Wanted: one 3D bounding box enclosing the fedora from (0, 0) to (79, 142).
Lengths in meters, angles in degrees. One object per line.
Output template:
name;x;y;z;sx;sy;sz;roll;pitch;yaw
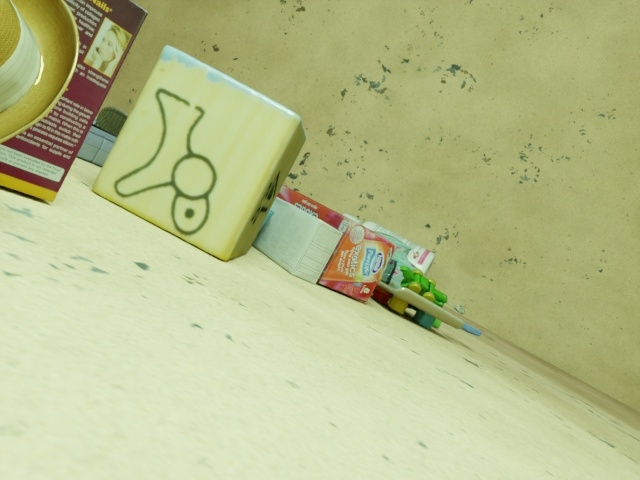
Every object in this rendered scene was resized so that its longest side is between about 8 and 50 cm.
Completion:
fedora;-0.246;-0.135;0.322;0.194;0.194;0.079;28;-28;3

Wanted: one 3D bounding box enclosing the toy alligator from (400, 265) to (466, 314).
toy alligator;0.240;0.122;1.242;0.189;0.051;0.056;35;40;-14

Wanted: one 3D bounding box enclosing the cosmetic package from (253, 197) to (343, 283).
cosmetic package;-0.067;-0.017;0.974;0.060;0.099;0.239;30;1;-39

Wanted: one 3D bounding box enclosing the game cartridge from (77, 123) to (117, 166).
game cartridge;-0.511;-0.231;0.981;0.355;0.068;0.230;29;7;31

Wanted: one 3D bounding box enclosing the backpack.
backpack;0.144;0.056;1.345;0.188;0.144;0.166;30;-4;-21

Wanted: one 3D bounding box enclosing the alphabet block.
alphabet block;-0.146;-0.106;0.741;0.192;0.197;0.193;29;2;2

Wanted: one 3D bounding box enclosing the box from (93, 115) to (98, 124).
box;-0.710;-0.363;1.596;0.169;0.054;0.059;26;3;-37

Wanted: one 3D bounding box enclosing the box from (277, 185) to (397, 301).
box;0.000;0.000;1.045;0.128;0.123;0.257;26;3;-39

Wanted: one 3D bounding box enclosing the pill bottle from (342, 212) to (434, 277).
pill bottle;0.163;0.044;1.571;0.283;0.160;0.160;29;2;14

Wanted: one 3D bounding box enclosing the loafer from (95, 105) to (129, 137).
loafer;-0.481;-0.256;1.478;0.268;0.102;0.092;38;2;8

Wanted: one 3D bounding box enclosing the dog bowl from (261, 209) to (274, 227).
dog bowl;-0.213;-0.081;0.960;0.297;0.074;0.166;29;2;34

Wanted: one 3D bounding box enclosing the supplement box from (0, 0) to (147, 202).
supplement box;-0.242;-0.141;0.458;0.080;0.188;0.104;29;2;34

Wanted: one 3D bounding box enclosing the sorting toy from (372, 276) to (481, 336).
sorting toy;0.177;0.134;1.172;0.347;0.047;0.196;30;-5;-23
